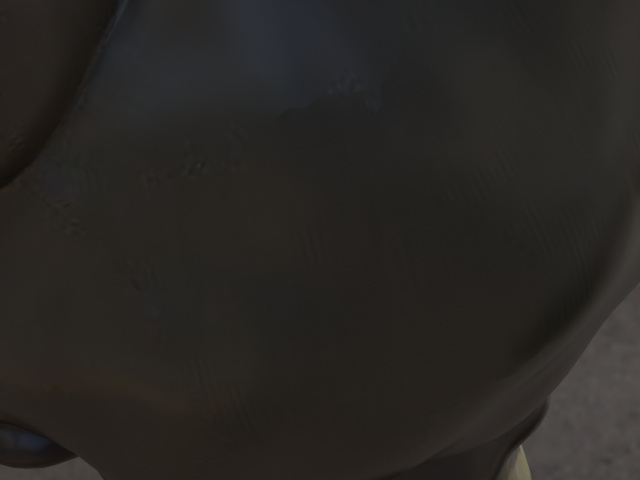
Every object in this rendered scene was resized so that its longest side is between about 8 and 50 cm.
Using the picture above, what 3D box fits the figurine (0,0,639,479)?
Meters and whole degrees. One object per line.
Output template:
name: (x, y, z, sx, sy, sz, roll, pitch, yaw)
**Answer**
figurine: (0.000, 0.001, 0.502, 0.203, 0.380, 0.248, 32, 62, 32)
